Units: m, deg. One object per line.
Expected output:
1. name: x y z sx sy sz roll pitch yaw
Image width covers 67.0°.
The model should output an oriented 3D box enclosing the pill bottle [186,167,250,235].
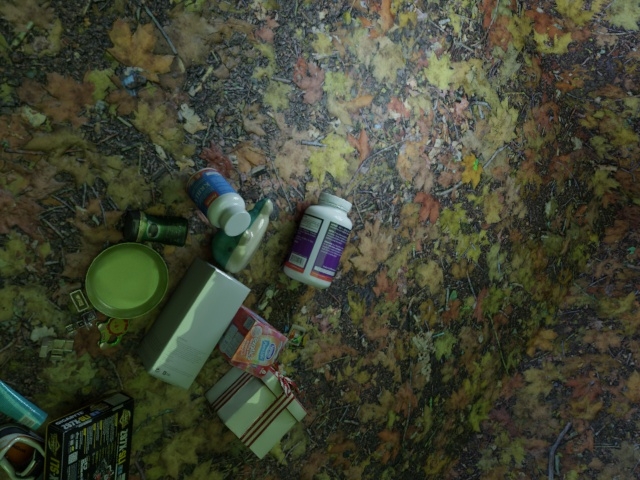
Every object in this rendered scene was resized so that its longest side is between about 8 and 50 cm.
1. pill bottle: -0.311 -0.117 1.492 0.124 0.221 0.124 -30 146 -23

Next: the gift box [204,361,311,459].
1. gift box: -0.203 0.571 1.692 0.258 0.276 0.255 -44 124 -18

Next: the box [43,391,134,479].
1. box: -0.692 0.659 1.454 0.257 0.079 0.322 -12 111 -66

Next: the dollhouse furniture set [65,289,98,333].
1. dollhouse furniture set: -0.715 0.214 1.416 0.090 0.081 0.115 -26 112 -24

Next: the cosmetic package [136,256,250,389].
1. cosmetic package: -0.409 0.254 1.543 0.155 0.197 0.366 38 82 -31

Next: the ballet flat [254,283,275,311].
1. ballet flat: -0.196 0.210 1.752 0.041 0.041 0.114 41 78 -31

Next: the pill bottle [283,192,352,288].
1. pill bottle: 0.000 0.000 1.741 0.181 0.181 0.323 22 89 -32

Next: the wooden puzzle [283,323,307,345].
1. wooden puzzle: -0.094 0.365 1.860 0.116 0.014 0.079 18 91 -32

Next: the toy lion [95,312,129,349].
1. toy lion: -0.644 0.280 1.505 0.096 0.034 0.100 -8 105 -37

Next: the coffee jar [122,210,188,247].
1. coffee jar: -0.507 -0.036 1.489 0.184 0.079 0.096 9 98 -33

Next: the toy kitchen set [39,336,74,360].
1. toy kitchen set: -0.772 0.329 1.409 0.083 0.075 0.068 12 95 -28

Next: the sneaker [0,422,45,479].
1. sneaker: -0.814 0.659 1.426 0.321 0.127 0.126 42 77 -32

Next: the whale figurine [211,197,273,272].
1. whale figurine: -0.258 -0.030 1.587 0.141 0.216 0.272 30 90 -1

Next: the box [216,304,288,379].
1. box: -0.257 0.307 1.581 0.142 0.300 0.154 38 80 -31

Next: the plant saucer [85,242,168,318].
1. plant saucer: -0.596 0.122 1.495 0.240 0.037 0.241 -7 104 -30

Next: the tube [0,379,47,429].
1. tube: -0.889 0.467 1.388 0.080 0.052 0.207 -50 115 -18
